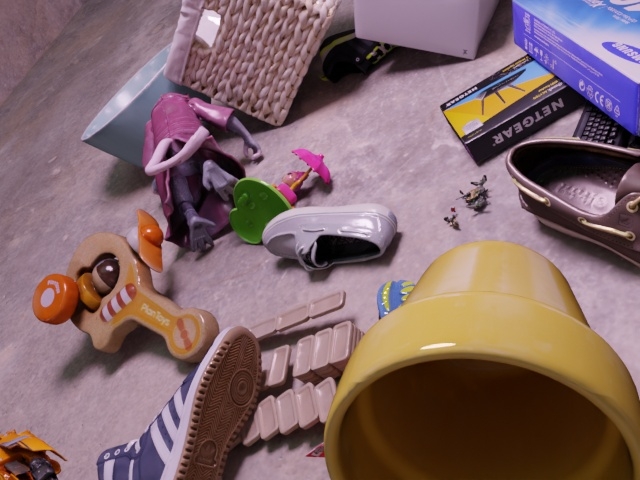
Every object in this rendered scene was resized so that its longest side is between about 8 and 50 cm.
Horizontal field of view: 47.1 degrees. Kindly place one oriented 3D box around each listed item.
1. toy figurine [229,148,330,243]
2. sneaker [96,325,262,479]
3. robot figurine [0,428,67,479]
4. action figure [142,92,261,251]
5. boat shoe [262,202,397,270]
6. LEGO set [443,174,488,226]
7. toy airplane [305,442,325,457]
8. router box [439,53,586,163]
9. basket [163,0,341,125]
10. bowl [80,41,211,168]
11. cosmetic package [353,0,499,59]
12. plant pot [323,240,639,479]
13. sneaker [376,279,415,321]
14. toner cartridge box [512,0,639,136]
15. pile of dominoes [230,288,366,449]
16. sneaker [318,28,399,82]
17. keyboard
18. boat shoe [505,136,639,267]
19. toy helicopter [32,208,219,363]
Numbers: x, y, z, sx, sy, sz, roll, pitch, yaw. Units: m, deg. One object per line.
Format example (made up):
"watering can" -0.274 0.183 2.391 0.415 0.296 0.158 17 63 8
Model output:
"toy figurine" -0.055 -0.082 1.226 0.159 0.130 0.173 -46 8 -35
"sneaker" -0.181 0.237 0.925 0.153 0.099 0.282 -3 59 40
"robot figurine" -0.323 0.338 0.895 0.085 0.211 0.291 -22 21 -40
"action figure" -0.268 -0.167 1.355 0.248 0.276 0.370 -32 52 10
"boat shoe" 0.001 0.001 1.076 0.227 0.079 0.081 -8 40 32
"LEGO set" 0.206 -0.051 1.008 0.083 0.023 0.054 -44 30 15
"toy airplane" 0.052 0.210 0.827 0.151 0.028 0.151 -31 19 12
"router box" 0.281 -0.203 1.089 0.179 0.046 0.133 -30 35 10
"basket" -0.109 -0.465 1.449 0.328 0.266 0.331 -56 11 49
"bowl" -0.362 -0.280 1.628 0.311 0.163 0.312 -35 27 21
"cosmetic package" 0.201 -0.461 1.309 0.224 0.138 0.225 15 58 17
"plant pot" 0.151 0.128 0.670 0.254 0.254 0.239 -20 22 24
"sneaker" 0.092 0.126 0.848 0.067 0.078 0.188 -8 34 18
"toner cartridge box" 0.404 -0.263 0.980 0.165 0.075 0.348 -17 35 -3
"pile of dominoes" -0.051 0.182 0.969 0.251 0.040 0.196 -25 39 32
"sneaker" 0.101 -0.368 1.439 0.234 0.084 0.097 -16 64 31
"keyboard" 0.373 -0.135 0.949 0.108 0.023 0.180 1 51 43
"boat shoe" 0.339 -0.043 0.788 0.117 0.096 0.324 -57 37 -4
"toy helicopter" -0.285 0.083 1.182 0.355 0.140 0.235 23 85 35
